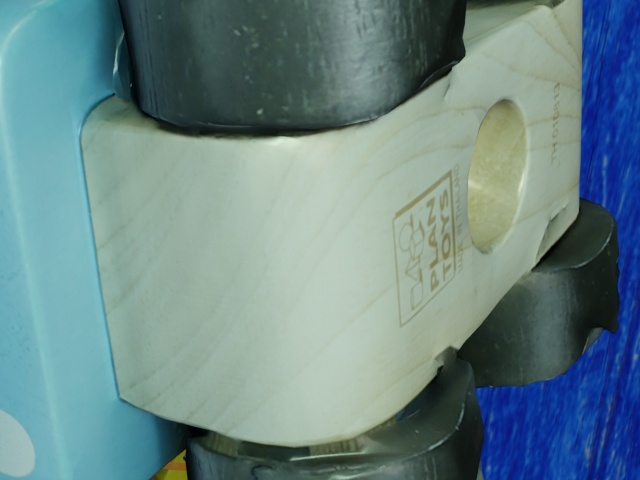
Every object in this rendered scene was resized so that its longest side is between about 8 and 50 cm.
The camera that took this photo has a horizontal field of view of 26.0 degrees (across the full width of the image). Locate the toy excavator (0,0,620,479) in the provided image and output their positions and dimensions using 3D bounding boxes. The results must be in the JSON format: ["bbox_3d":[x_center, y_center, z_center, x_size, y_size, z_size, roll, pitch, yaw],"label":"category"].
[{"bbox_3d":[-0.150,-0.019,0.532,0.433,0.445,0.222,-39,130,-51],"label":"toy excavator"}]

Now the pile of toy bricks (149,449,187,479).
[{"bbox_3d":[-0.129,0.075,0.681,0.212,0.118,0.105,11,113,-39],"label":"pile of toy bricks"}]
